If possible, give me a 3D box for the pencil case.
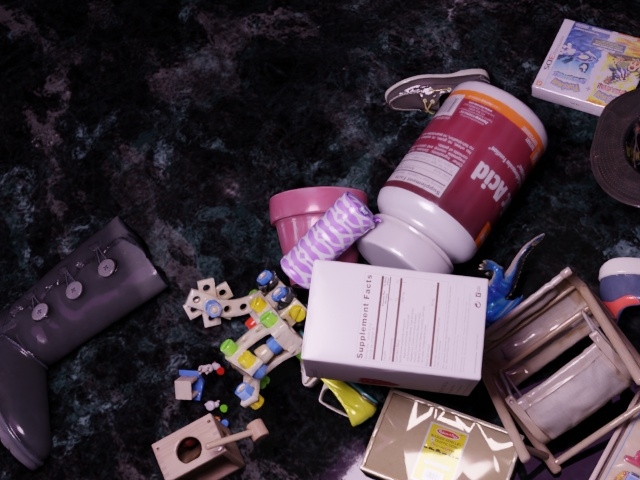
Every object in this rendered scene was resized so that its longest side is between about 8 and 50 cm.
[{"bbox_3d":[0.017,0.001,1.858,0.206,0.088,0.086,-45,18,16],"label":"pencil case"}]

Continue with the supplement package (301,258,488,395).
[{"bbox_3d":[0.124,0.152,1.688,0.293,0.177,0.175,6,73,4],"label":"supplement package"}]

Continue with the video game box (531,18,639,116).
[{"bbox_3d":[0.575,-0.360,2.088,0.205,0.048,0.187,21,74,22],"label":"video game box"}]

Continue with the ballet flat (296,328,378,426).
[{"bbox_3d":[0.011,0.270,1.919,0.231,0.077,0.077,42,94,25],"label":"ballet flat"}]

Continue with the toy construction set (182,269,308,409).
[{"bbox_3d":[-0.134,0.168,1.941,0.215,0.151,0.328,-45,39,-2],"label":"toy construction set"}]

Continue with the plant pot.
[{"bbox_3d":[0.000,0.000,1.991,0.201,0.201,0.180,-4,79,12],"label":"plant pot"}]

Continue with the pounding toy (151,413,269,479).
[{"bbox_3d":[-0.203,0.374,1.859,0.206,0.181,0.094,-29,62,0],"label":"pounding toy"}]

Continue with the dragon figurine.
[{"bbox_3d":[0.340,0.118,1.896,0.289,0.085,0.144,-34,64,2],"label":"dragon figurine"}]

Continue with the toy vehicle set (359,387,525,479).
[{"bbox_3d":[0.223,0.394,1.824,0.267,0.035,0.166,18,71,21],"label":"toy vehicle set"}]

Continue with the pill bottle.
[{"bbox_3d":[0.254,-0.098,1.944,0.224,0.224,0.392,30,76,24],"label":"pill bottle"}]

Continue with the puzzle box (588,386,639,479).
[{"bbox_3d":[0.584,0.471,1.689,0.272,0.052,0.409,26,74,24],"label":"puzzle box"}]

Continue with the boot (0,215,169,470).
[{"bbox_3d":[-0.499,0.203,2.049,0.445,0.146,0.367,-34,64,-8],"label":"boot"}]

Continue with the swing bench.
[{"bbox_3d":[0.421,0.229,1.746,0.253,0.165,0.254,-39,55,16],"label":"swing bench"}]

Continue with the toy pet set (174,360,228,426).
[{"bbox_3d":[-0.228,0.300,1.976,0.114,0.065,0.122,1,100,16],"label":"toy pet set"}]

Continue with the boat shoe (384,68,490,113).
[{"bbox_3d":[0.253,-0.311,2.125,0.228,0.081,0.068,-10,59,6],"label":"boat shoe"}]

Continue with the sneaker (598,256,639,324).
[{"bbox_3d":[0.686,0.117,1.799,0.350,0.131,0.148,0,72,20],"label":"sneaker"}]

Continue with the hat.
[{"bbox_3d":[0.701,-0.174,1.919,0.331,0.134,0.331,-17,55,26],"label":"hat"}]
